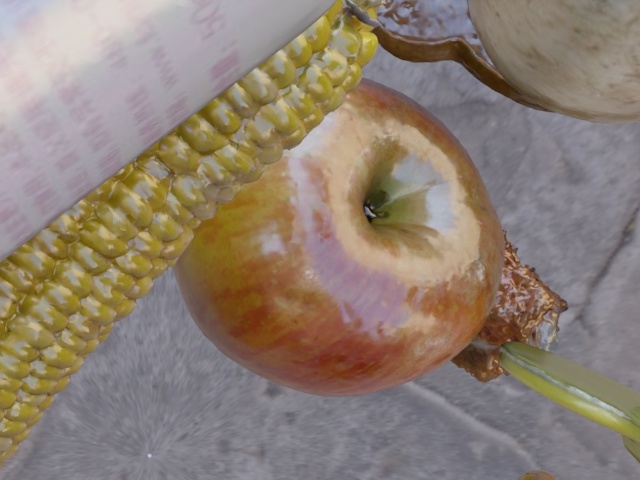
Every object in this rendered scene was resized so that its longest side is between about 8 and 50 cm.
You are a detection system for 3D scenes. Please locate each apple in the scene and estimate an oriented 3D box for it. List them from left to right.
[{"bbox_3d":[0.000,0.000,1.289,0.301,0.301,0.302,1,81,-7],"label":"apple"}]

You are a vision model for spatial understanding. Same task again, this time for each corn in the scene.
[{"bbox_3d":[-0.098,0.000,0.507,0.101,0.101,0.292,40,96,0],"label":"corn"}]

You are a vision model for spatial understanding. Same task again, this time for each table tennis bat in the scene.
[{"bbox_3d":[0.283,0.165,1.278,0.224,0.369,0.054,23,95,-12],"label":"table tennis bat"}]

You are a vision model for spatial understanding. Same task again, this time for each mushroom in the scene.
[{"bbox_3d":[0.178,-0.173,0.665,0.253,0.189,0.195,-37,94,3],"label":"mushroom"}]

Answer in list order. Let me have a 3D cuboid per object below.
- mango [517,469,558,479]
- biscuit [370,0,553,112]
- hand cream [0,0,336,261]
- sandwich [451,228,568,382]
[{"bbox_3d":[0.238,0.284,1.534,0.057,0.114,0.079,-17,63,12],"label":"mango"},{"bbox_3d":[0.169,-0.269,1.252,0.314,0.063,0.367,-41,88,-6],"label":"biscuit"},{"bbox_3d":[-0.154,-0.018,0.352,0.358,0.185,0.118,-37,46,-12],"label":"hand cream"},{"bbox_3d":[0.131,0.059,1.581,0.301,0.162,0.250,22,113,33],"label":"sandwich"}]
